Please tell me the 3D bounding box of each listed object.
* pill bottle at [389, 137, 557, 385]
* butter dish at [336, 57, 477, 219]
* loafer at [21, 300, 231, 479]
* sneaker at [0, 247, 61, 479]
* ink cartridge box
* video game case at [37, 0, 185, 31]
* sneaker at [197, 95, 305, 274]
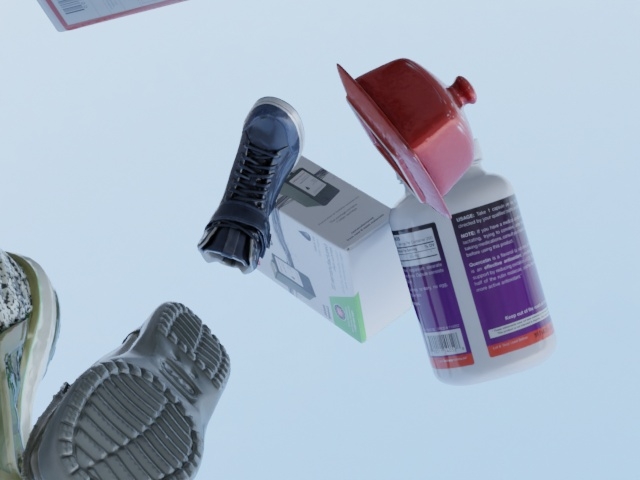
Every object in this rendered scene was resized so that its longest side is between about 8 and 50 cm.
[{"bbox_3d":[0.205,0.029,2.059,0.181,0.323,0.181,-16,-177,1],"label":"pill bottle"},{"bbox_3d":[0.112,-0.129,1.563,0.118,0.160,0.160,-37,-123,1],"label":"butter dish"},{"bbox_3d":[-0.125,0.120,0.930,0.087,0.094,0.251,-40,-177,19],"label":"loafer"},{"bbox_3d":[-0.335,0.148,1.319,0.158,0.182,0.410,-12,-126,7],"label":"sneaker"},{"bbox_3d":[0.000,0.000,2.252,0.115,0.198,0.273,-35,-134,-25],"label":"ink cartridge box"},{"bbox_3d":[-0.107,-0.250,0.984,0.285,0.204,0.025,-9,-138,26],"label":"video game case"},{"bbox_3d":[-0.089,-0.060,1.887,0.086,0.226,0.163,19,-135,3],"label":"sneaker"}]
